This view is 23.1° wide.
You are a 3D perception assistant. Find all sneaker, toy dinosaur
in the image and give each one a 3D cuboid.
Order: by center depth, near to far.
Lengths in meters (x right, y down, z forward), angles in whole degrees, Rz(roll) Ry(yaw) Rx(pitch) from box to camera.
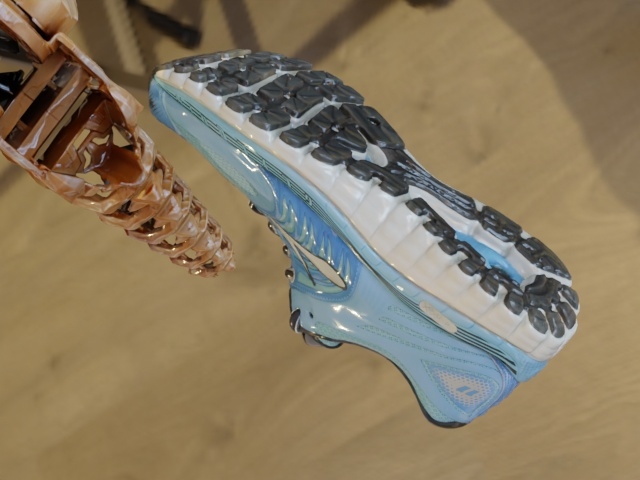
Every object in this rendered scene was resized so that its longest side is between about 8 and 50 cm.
[{"bbox_3d":[0.000,0.000,0.501,0.162,0.063,0.073,41,119,18],"label":"sneaker"},{"bbox_3d":[-0.167,-0.082,0.621,0.218,0.164,0.322,21,141,62],"label":"toy dinosaur"}]
